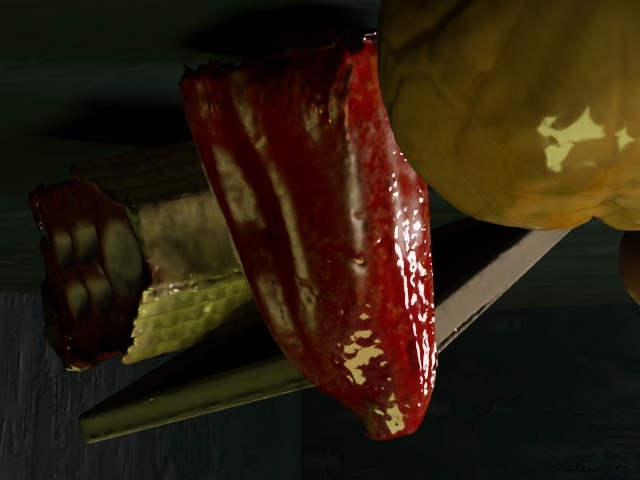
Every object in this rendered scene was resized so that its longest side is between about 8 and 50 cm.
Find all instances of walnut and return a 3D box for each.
[{"bbox_3d":[0.099,-0.078,0.494,0.159,0.159,0.206,0,172,2],"label":"walnut"}]

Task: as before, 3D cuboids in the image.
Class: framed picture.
[{"bbox_3d":[0.040,0.049,1.097,0.326,0.028,0.446,-18,-174,31],"label":"framed picture"}]

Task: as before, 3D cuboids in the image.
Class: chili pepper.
[{"bbox_3d":[0.000,0.000,0.765,0.144,0.252,0.136,-8,-170,5],"label":"chili pepper"}]

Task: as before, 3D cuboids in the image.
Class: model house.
[{"bbox_3d":[-0.092,0.000,0.971,0.196,0.160,0.254,-12,177,-30],"label":"model house"}]

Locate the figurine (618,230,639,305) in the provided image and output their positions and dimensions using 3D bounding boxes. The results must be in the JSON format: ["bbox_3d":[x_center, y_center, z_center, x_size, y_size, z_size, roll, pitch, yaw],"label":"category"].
[{"bbox_3d":[0.482,0.054,1.225,0.248,0.276,0.388,-23,178,-9],"label":"figurine"}]
